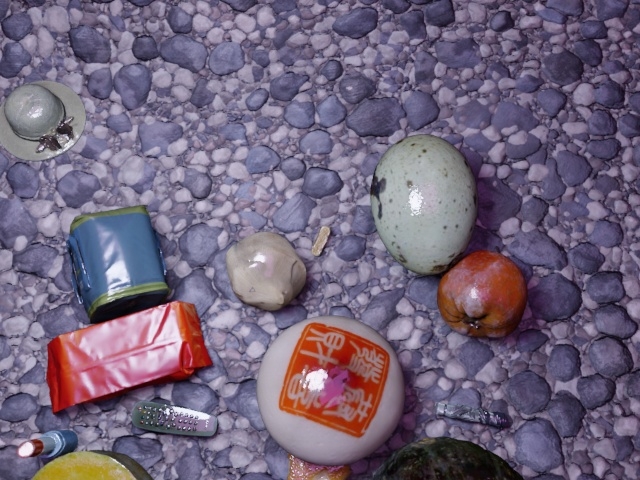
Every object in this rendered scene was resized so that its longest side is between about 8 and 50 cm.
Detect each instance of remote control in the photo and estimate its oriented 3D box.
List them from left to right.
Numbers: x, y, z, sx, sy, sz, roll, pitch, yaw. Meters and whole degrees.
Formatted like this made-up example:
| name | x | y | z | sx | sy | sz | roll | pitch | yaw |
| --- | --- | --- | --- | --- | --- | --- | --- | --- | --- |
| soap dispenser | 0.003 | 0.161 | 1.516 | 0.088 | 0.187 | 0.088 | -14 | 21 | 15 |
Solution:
| name | x | y | z | sx | sy | sz | roll | pitch | yaw |
| --- | --- | --- | --- | --- | --- | --- | --- | --- | --- |
| remote control | -0.376 | 0.464 | 1.648 | 0.221 | 0.042 | 0.072 | 9 | 75 | 0 |

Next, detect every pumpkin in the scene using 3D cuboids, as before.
| name | x | y | z | sx | sy | sz | roll | pitch | yaw |
| --- | --- | --- | --- | --- | --- | --- | --- | --- | --- |
| pumpkin | -0.530 | 0.666 | 1.523 | 0.332 | 0.199 | 0.333 | -1 | 76 | 5 |
| pumpkin | 0.295 | 0.685 | 1.476 | 0.454 | 0.344 | 0.455 | 1 | 86 | -16 |

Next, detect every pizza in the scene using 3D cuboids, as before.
| name | x | y | z | sx | sy | sz | roll | pitch | yaw |
| --- | --- | --- | --- | --- | --- | --- | --- | --- | --- |
| pizza | -0.031 | 0.591 | 1.631 | 0.182 | 0.062 | 0.161 | -40 | 88 | -7 |

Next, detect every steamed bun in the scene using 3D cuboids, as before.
| name | x | y | z | sx | sy | sz | roll | pitch | yaw |
| --- | --- | --- | --- | --- | --- | --- | --- | --- | --- |
| steamed bun | 0.028 | 0.358 | 1.556 | 0.374 | 0.241 | 0.375 | 1 | 72 | -2 |

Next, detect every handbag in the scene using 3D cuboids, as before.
| name | x | y | z | sx | sy | sz | roll | pitch | yaw |
| --- | --- | --- | --- | --- | --- | --- | --- | --- | --- |
| handbag | -0.520 | 0.065 | 1.629 | 0.222 | 0.263 | 0.241 | -9 | 72 | -31 |

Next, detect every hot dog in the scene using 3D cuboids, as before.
| name | x | y | z | sx | sy | sz | roll | pitch | yaw |
| --- | --- | --- | --- | --- | --- | --- | --- | --- | --- |
| hot dog | 0.000 | 0.000 | 1.792 | 0.030 | 0.034 | 0.090 | 24 | 95 | -7 |

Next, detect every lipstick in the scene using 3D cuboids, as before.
| name | x | y | z | sx | sy | sz | roll | pitch | yaw |
| --- | --- | --- | --- | --- | --- | --- | --- | --- | --- |
| lipstick | -0.645 | 0.485 | 1.507 | 0.068 | 0.274 | 0.061 | -28 | 79 | -9 |

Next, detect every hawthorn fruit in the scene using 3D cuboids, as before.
| name | x | y | z | sx | sy | sz | roll | pitch | yaw |
| --- | --- | --- | --- | --- | --- | --- | --- | --- | --- |
| hawthorn fruit | 0.430 | 0.131 | 1.675 | 0.231 | 0.235 | 0.263 | 15 | 90 | -27 |

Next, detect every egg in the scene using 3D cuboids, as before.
| name | x | y | z | sx | sy | sz | roll | pitch | yaw |
| --- | --- | --- | --- | --- | --- | --- | --- | --- | --- |
| egg | 0.279 | -0.098 | 1.703 | 0.287 | 0.287 | 0.380 | -10 | 82 | -6 |

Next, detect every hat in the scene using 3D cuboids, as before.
| name | x | y | z | sx | sy | sz | roll | pitch | yaw |
| --- | --- | --- | --- | --- | --- | --- | --- | --- | --- |
| hat | -0.807 | -0.362 | 1.789 | 0.257 | 0.130 | 0.257 | 1 | 77 | -3 |

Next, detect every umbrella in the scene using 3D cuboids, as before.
| name | x | y | z | sx | sy | sz | roll | pitch | yaw |
| --- | --- | --- | --- | --- | --- | --- | --- | --- | --- |
| umbrella | 0.400 | 0.459 | 1.689 | 0.188 | 0.050 | 0.046 | 13 | 54 | 0 |

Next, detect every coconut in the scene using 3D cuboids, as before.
| name | x | y | z | sx | sy | sz | roll | pitch | yaw |
| --- | --- | --- | --- | --- | --- | --- | --- | --- | --- |
| coconut | -0.142 | 0.086 | 1.662 | 0.224 | 0.224 | 0.224 | 1 | 76 | -3 |

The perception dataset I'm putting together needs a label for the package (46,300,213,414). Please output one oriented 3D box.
| name | x | y | z | sx | sy | sz | roll | pitch | yaw |
| --- | --- | --- | --- | --- | --- | --- | --- | --- | --- |
| package | -0.505 | 0.299 | 1.642 | 0.423 | 0.123 | 0.196 | -15 | 75 | -8 |
